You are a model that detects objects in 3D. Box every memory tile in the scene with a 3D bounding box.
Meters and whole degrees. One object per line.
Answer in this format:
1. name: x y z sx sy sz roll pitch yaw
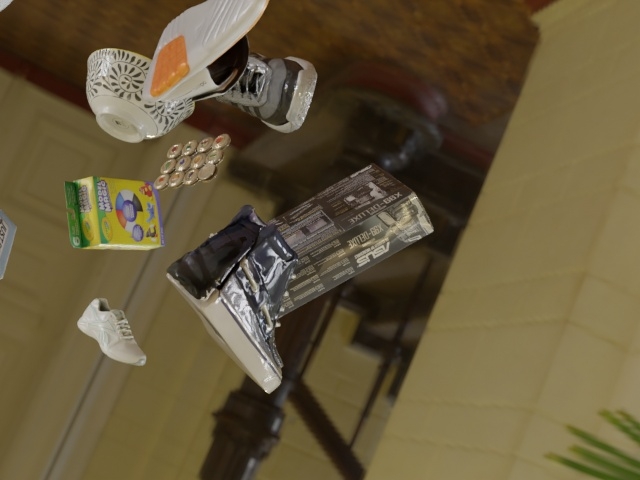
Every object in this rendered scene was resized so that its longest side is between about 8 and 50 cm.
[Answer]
1. memory tile: -0.232 -0.140 2.235 0.148 0.113 0.012 -8 139 35

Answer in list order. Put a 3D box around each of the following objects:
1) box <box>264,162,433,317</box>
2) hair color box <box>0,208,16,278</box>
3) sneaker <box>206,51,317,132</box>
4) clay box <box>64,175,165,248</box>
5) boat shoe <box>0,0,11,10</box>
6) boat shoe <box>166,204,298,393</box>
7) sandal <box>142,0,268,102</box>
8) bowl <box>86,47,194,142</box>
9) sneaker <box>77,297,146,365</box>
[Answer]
1. box: 0.000 0.000 1.964 0.076 0.307 0.242 63 174 -19
2. hair color box: -0.541 -0.077 1.418 0.374 0.185 0.114 55 -164 -30
3. sneaker: -0.112 -0.217 1.694 0.153 0.101 0.268 13 -174 -24
4. clay box: -0.381 -0.049 2.311 0.053 0.127 0.222 -11 174 28
5. boat shoe: -0.327 -0.212 0.845 0.301 0.108 0.102 26 143 12
6. boat shoe: -0.084 0.088 1.755 0.127 0.158 0.340 41 168 29
7. sandal: -0.103 -0.195 1.283 0.076 0.102 0.265 25 157 -26
8. bowl: -0.275 -0.194 1.802 0.170 0.080 0.170 18 156 8
9. sneaker: -0.331 0.147 2.000 0.152 0.061 0.053 36 -166 31
